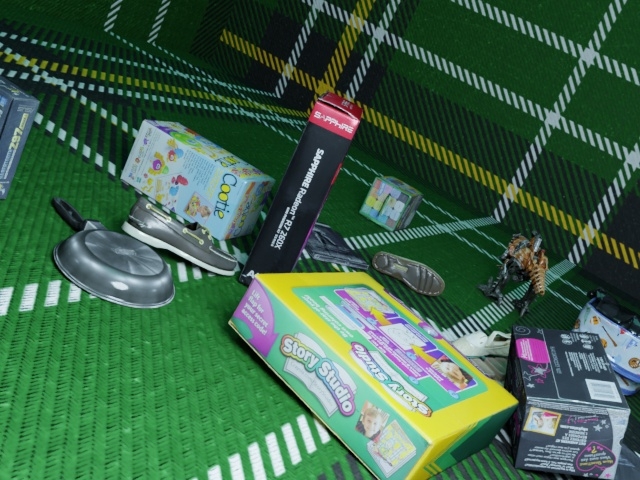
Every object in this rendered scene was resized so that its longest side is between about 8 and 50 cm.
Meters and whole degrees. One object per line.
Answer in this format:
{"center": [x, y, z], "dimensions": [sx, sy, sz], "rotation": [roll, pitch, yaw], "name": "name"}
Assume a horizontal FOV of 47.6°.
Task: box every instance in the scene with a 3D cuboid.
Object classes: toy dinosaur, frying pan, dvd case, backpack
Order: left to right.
{"center": [-0.337, 0.009, 1.197], "dimensions": [0.197, 0.053, 0.326], "rotation": [19, 20, -28], "name": "frying pan"}
{"center": [0.000, 0.000, 1.785], "dimensions": [0.164, 0.018, 0.221], "rotation": [13, 22, -36], "name": "dvd case"}
{"center": [0.558, 0.081, 2.028], "dimensions": [0.164, 0.218, 0.322], "rotation": [31, 16, 13], "name": "toy dinosaur"}
{"center": [0.737, 0.252, 1.795], "dimensions": [0.276, 0.213, 0.263], "rotation": [28, 7, 30], "name": "backpack"}

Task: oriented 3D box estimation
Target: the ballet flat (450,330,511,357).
{"center": [0.334, 0.206, 1.480], "dimensions": [0.168, 0.052, 0.057], "rotation": [5, 25, -33], "name": "ballet flat"}

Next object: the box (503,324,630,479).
{"center": [0.408, 0.268, 1.236], "dimensions": [0.163, 0.142, 0.247], "rotation": [6, 23, 7], "name": "box"}

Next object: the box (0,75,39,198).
{"center": [-0.589, -0.201, 1.205], "dimensions": [0.232, 0.183, 0.059], "rotation": [33, 18, 20], "name": "box"}

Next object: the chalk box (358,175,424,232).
{"center": [0.216, -0.115, 2.272], "dimensions": [0.132, 0.132, 0.213], "rotation": [32, 16, 17], "name": "chalk box"}

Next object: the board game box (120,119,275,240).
{"center": [-0.263, -0.133, 1.569], "dimensions": [0.275, 0.144, 0.142], "rotation": [31, 16, 16], "name": "board game box"}

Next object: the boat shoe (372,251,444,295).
{"center": [0.222, 0.078, 1.809], "dimensions": [0.190, 0.068, 0.072], "rotation": [29, 5, 9], "name": "boat shoe"}

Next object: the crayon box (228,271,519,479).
{"center": [0.087, 0.194, 1.132], "dimensions": [0.363, 0.106, 0.313], "rotation": [40, 22, 29], "name": "crayon box"}

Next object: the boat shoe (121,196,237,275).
{"center": [-0.237, -0.004, 1.296], "dimensions": [0.227, 0.069, 0.081], "rotation": [27, 1, -33], "name": "boat shoe"}

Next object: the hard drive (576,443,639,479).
{"center": [0.523, 0.420, 1.211], "dimensions": [0.172, 0.054, 0.255], "rotation": [17, 17, -29], "name": "hard drive"}

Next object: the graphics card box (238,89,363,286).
{"center": [-0.033, -0.094, 1.394], "dimensions": [0.094, 0.371, 0.233], "rotation": [25, 15, -3], "name": "graphics card box"}

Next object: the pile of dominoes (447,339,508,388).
{"center": [0.313, 0.269, 1.438], "dimensions": [0.251, 0.040, 0.196], "rotation": [5, 25, -32], "name": "pile of dominoes"}
